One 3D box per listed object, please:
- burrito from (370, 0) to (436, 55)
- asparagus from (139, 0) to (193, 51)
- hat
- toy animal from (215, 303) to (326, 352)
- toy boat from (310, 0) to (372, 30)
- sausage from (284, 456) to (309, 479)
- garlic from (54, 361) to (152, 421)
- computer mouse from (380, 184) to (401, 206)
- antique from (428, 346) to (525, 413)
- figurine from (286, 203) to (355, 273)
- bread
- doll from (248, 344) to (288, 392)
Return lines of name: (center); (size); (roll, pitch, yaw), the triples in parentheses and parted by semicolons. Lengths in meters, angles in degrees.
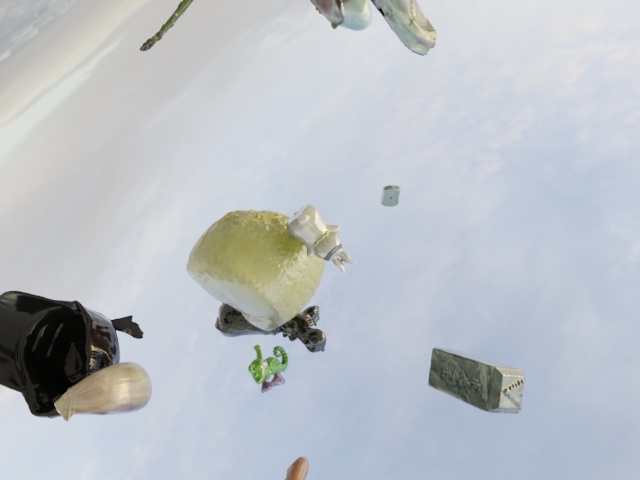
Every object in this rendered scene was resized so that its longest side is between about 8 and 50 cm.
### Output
burrito: (0.132, -0.460, 0.754); (0.066, 0.309, 0.096); (-8, -120, 41)
asparagus: (-0.379, -0.579, 1.047); (0.248, 0.024, 0.025); (-47, -131, 4)
hat: (-0.584, 0.246, 0.929); (0.336, 0.209, 0.238); (21, -100, 11)
toy animal: (-0.133, 0.216, 1.156); (0.343, 0.106, 0.168); (5, -142, 17)
toy boat: (0.017, -0.336, 0.393); (0.085, 0.227, 0.155); (-31, -178, -23)
sausage: (-0.046, 0.451, 0.688); (0.043, 0.043, 0.186); (-29, -164, 12)
garlic: (-0.388, 0.291, 0.772); (0.128, 0.198, 0.090); (-22, -105, -7)
computer mouse: (0.205, -0.138, 1.178); (0.056, 0.110, 0.032); (3, -116, 4)
antique: (0.314, 0.281, 0.821); (0.183, 0.086, 0.088); (-5, -105, 65)
figurine: (0.007, -0.008, 0.812); (0.081, 0.146, 0.098); (-41, -165, 17)
bread: (-0.145, 0.057, 0.956); (0.320, 0.320, 0.237); (0, -129, 38)
doll: (-0.130, 0.319, 1.035); (0.050, 0.190, 0.115); (-24, -106, 18)
